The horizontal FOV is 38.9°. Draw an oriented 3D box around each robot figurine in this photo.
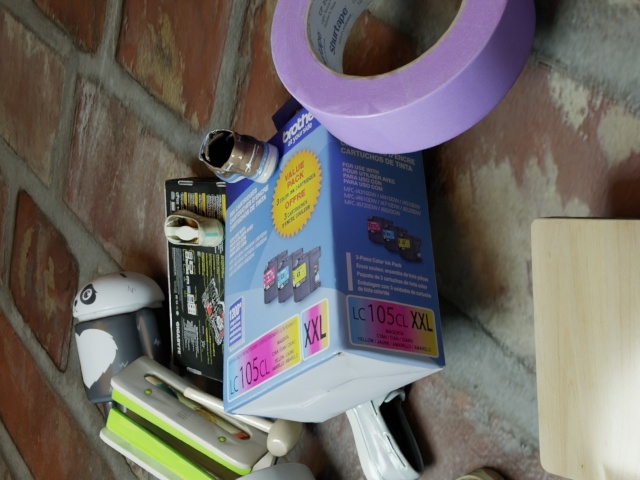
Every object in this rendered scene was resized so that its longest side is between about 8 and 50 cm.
[{"bbox_3d":[-0.352,0.195,1.635,0.209,0.173,0.278,-12,85,13],"label":"robot figurine"}]

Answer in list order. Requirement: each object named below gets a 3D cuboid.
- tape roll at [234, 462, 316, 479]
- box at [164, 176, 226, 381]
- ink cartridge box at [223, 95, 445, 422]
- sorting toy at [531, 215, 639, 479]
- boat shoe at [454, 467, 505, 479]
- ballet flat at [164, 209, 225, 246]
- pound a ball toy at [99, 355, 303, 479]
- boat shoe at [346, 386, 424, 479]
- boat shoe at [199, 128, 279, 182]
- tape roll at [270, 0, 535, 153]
[{"bbox_3d":[-0.082,0.453,1.278,0.169,0.246,0.246,57,135,30],"label":"tape roll"},{"bbox_3d":[-0.149,0.061,1.439,0.257,0.079,0.322,5,99,49],"label":"box"},{"bbox_3d":[0.000,0.000,1.127,0.270,0.151,0.395,-36,47,48],"label":"ink cartridge box"},{"bbox_3d":[0.327,0.105,0.832,0.255,0.089,0.257,3,98,52],"label":"sorting toy"},{"bbox_3d":[0.111,0.402,1.134,0.121,0.110,0.341,55,134,31],"label":"boat shoe"},{"bbox_3d":[-0.210,-0.019,1.400,0.168,0.052,0.057,2,97,52],"label":"ballet flat"},{"bbox_3d":[-0.174,0.283,1.427,0.319,0.136,0.208,27,119,18],"label":"pound a ball toy"},{"bbox_3d":[0.078,0.210,1.187,0.081,0.079,0.227,-28,71,30],"label":"boat shoe"},{"bbox_3d":[-0.116,-0.115,1.158,0.183,0.066,0.066,9,79,62],"label":"boat shoe"},{"bbox_3d":[0.086,-0.235,0.975,0.275,0.090,0.275,-12,64,26],"label":"tape roll"}]
